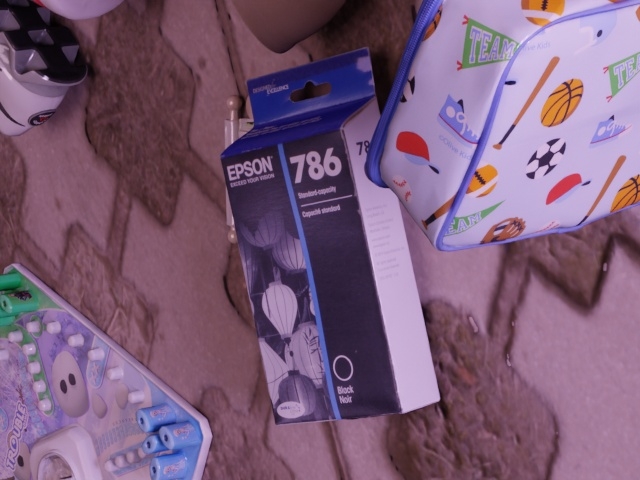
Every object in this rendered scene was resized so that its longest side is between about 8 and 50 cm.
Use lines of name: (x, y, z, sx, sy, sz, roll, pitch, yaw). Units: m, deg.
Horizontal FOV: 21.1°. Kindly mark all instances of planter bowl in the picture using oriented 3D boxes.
planter bowl: (-0.022, -0.263, 1.550, 0.109, 0.162, 0.162, -22, 78, 18)

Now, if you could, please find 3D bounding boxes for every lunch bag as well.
lunch bag: (0.189, -0.125, 1.235, 0.115, 0.303, 0.243, 47, 139, 31)

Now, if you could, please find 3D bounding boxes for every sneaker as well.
sneaker: (-0.394, -0.263, 1.943, 0.146, 0.122, 0.330, -45, 64, 38)

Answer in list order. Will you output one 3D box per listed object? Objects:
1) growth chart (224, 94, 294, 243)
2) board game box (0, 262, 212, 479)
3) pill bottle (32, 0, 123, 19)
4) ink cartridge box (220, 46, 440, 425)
growth chart: (-0.017, -0.049, 1.657, 0.237, 0.021, 0.172, 20, 109, 43)
board game box: (-0.302, 0.282, 1.979, 0.390, 0.050, 0.390, 34, 119, 38)
pill bottle: (-0.336, -0.364, 1.788, 0.318, 0.176, 0.176, 28, 116, 27)
ink cartridge box: (0.000, 0.000, 1.586, 0.165, 0.065, 0.332, -12, 89, 43)
